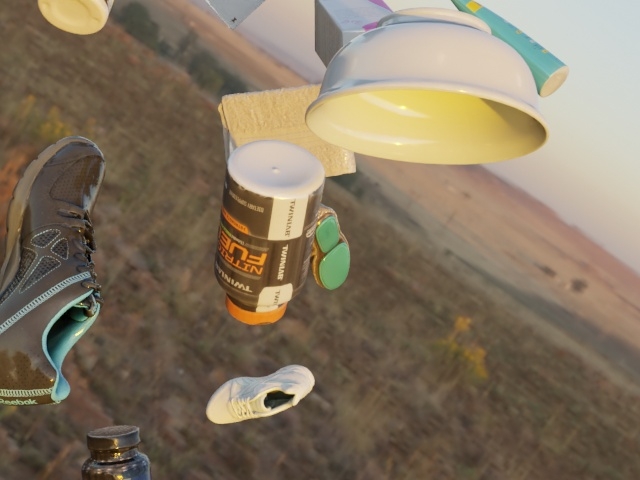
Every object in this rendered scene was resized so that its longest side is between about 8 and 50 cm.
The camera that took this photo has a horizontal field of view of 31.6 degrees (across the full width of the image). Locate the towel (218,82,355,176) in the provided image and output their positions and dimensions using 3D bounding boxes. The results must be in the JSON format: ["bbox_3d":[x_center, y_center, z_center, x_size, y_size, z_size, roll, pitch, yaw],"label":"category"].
[{"bbox_3d":[-0.070,-0.211,2.238,0.282,0.187,0.049,-5,6,26],"label":"towel"}]

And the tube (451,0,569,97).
[{"bbox_3d":[0.243,-0.275,1.518,0.207,0.052,0.080,47,12,23],"label":"tube"}]

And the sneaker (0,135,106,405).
[{"bbox_3d":[-0.300,0.036,1.302,0.140,0.340,0.125,8,-25,17],"label":"sneaker"}]

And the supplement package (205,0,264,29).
[{"bbox_3d":[-0.180,-0.515,1.989,0.194,0.149,0.203,45,9,-32],"label":"supplement package"}]

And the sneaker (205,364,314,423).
[{"bbox_3d":[-0.084,0.201,1.439,0.053,0.152,0.061,64,20,-11],"label":"sneaker"}]

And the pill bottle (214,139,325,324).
[{"bbox_3d":[-0.074,-0.002,1.516,0.130,0.245,0.130,6,38,-5],"label":"pill bottle"}]

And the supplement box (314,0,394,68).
[{"bbox_3d":[0.064,-0.341,1.911,0.111,0.114,0.220,-6,28,-10],"label":"supplement box"}]

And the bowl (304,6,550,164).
[{"bbox_3d":[0.133,-0.194,1.371,0.298,0.134,0.298,6,-11,1],"label":"bowl"}]

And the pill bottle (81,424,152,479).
[{"bbox_3d":[-0.358,0.444,1.996,0.123,0.219,0.123,-5,4,0],"label":"pill bottle"}]

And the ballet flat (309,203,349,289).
[{"bbox_3d":[0.000,0.000,1.714,0.067,0.073,0.206,43,-20,27],"label":"ballet flat"}]

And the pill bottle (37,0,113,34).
[{"bbox_3d":[-0.393,-0.462,1.909,0.119,0.208,0.119,8,-31,5],"label":"pill bottle"}]
